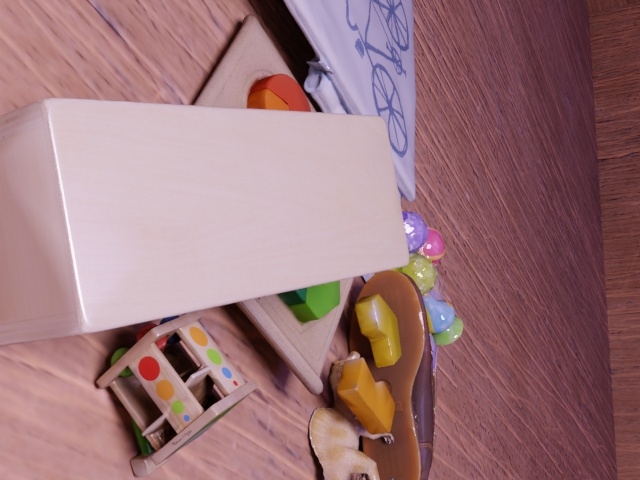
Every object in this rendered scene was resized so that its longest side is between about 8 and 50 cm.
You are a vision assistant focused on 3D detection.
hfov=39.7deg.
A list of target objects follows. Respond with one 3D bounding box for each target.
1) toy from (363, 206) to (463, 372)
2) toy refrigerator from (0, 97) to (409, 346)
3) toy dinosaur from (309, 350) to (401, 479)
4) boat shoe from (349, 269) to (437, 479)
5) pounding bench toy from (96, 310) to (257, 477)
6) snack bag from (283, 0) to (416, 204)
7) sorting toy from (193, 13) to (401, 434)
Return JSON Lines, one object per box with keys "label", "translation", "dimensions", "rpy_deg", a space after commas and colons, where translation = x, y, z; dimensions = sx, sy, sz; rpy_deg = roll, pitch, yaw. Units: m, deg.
{"label": "toy", "translation": [0.104, 0.026, 0.941], "dimensions": [0.137, 0.056, 0.237], "rpy_deg": [-77, 148, -41]}
{"label": "toy refrigerator", "translation": [-0.063, -0.015, 0.499], "dimensions": [0.269, 0.094, 0.102], "rpy_deg": [-9, 89, -54]}
{"label": "toy dinosaur", "translation": [0.020, 0.184, 0.738], "dimensions": [0.092, 0.053, 0.183], "rpy_deg": [44, 34, -31]}
{"label": "boat shoe", "translation": [0.071, 0.131, 0.826], "dimensions": [0.073, 0.073, 0.207], "rpy_deg": [5, 85, -67]}
{"label": "pounding bench toy", "translation": [-0.093, 0.088, 0.506], "dimensions": [0.065, 0.083, 0.052], "rpy_deg": [51, 21, 8]}
{"label": "snack bag", "translation": [0.014, -0.246, 0.824], "dimensions": [0.342, 0.037, 0.323], "rpy_deg": [52, 32, -43]}
{"label": "sorting toy", "translation": [0.000, 0.000, 0.696], "dimensions": [0.307, 0.041, 0.229], "rpy_deg": [54, 35, -32]}
